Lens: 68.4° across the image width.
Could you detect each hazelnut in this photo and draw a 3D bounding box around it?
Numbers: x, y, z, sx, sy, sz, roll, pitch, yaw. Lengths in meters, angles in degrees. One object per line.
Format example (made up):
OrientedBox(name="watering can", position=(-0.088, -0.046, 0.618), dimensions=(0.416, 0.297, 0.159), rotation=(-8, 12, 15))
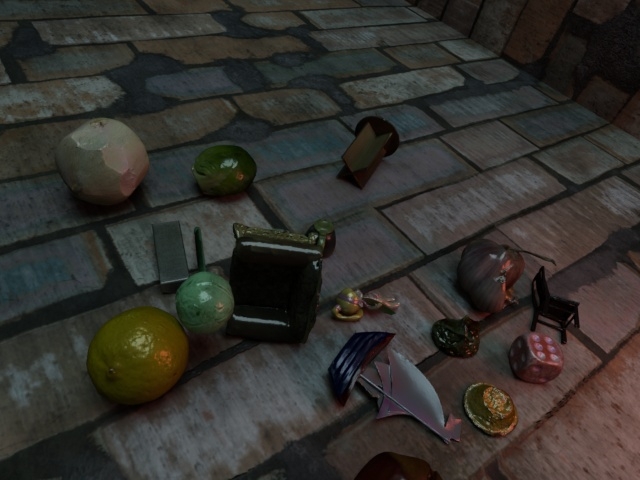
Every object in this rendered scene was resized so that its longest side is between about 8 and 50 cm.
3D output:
OrientedBox(name="hazelnut", position=(0.133, 0.477, 0.776), dimensions=(0.212, 0.181, 0.181), rotation=(36, 26, 7))

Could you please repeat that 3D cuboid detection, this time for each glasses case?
OrientedBox(name="glasses case", position=(-0.370, 0.038, 1.168), dimensions=(0.070, 0.047, 0.205), rotation=(-9, 49, -19))

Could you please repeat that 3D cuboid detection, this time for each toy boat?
OrientedBox(name="toy boat", position=(0.173, 0.305, 1.047), dimensions=(0.318, 0.072, 0.219), rotation=(18, 46, -3))

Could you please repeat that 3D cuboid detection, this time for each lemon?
OrientedBox(name="lemon", position=(-0.342, 0.215, 0.902), dimensions=(0.178, 0.178, 0.203), rotation=(21, 13, 5))

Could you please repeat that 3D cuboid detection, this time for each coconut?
OrientedBox(name="coconut", position=(-0.572, -0.197, 1.232), dimensions=(0.224, 0.224, 0.234), rotation=(16, 31, 0))

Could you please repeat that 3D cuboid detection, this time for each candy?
OrientedBox(name="candy", position=(-0.270, 0.058, 1.075), dimensions=(0.119, 0.119, 0.440), rotation=(0, 25, -16))

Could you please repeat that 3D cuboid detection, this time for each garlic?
OrientedBox(name="garlic", position=(0.511, 0.095, 1.281), dimensions=(0.256, 0.207, 0.207), rotation=(-8, 33, 31))

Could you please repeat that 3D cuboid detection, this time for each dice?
OrientedBox(name="dice", position=(0.525, 0.286, 1.149), dimensions=(0.094, 0.091, 0.093), rotation=(10, 43, -5))

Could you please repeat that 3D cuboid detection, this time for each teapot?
OrientedBox(name="teapot", position=(0.008, -0.002, 1.290), dimensions=(0.092, 0.091, 0.124), rotation=(-9, 48, -23))

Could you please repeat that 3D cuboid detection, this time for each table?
OrientedBox(name="table", position=(0.151, -0.293, 1.601), dimensions=(0.167, 0.167, 0.227), rotation=(26, 53, 10))

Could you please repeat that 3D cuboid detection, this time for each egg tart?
OrientedBox(name="egg tart", position=(0.385, 0.371, 1.053), dimensions=(0.128, 0.049, 0.129), rotation=(7, 44, -7))

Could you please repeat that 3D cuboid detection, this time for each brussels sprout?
OrientedBox(name="brussels sprout", position=(-0.278, -0.205, 1.377), dimensions=(0.180, 0.144, 0.161), rotation=(-37, 82, -16))

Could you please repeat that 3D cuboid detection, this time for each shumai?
OrientedBox(name="shumai", position=(0.343, 0.225, 1.160), dimensions=(0.123, 0.087, 0.099), rotation=(15, 44, 1))

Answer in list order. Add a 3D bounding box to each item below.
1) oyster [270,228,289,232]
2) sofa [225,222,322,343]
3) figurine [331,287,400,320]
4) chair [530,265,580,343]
OrientedBox(name="oyster", position=(-0.129, -0.005, 1.291), dimensions=(0.098, 0.037, 0.100), rotation=(5, 44, -13))
OrientedBox(name="sofa", position=(-0.111, 0.105, 1.029), dimensions=(0.200, 0.258, 0.182), rotation=(9, 30, -9))
OrientedBox(name="figurine", position=(0.114, 0.162, 1.182), dimensions=(0.187, 0.083, 0.083), rotation=(5, 43, -30))
OrientedBox(name="chair", position=(0.652, 0.171, 1.315), dimensions=(0.101, 0.084, 0.212), rotation=(21, 43, 10))
